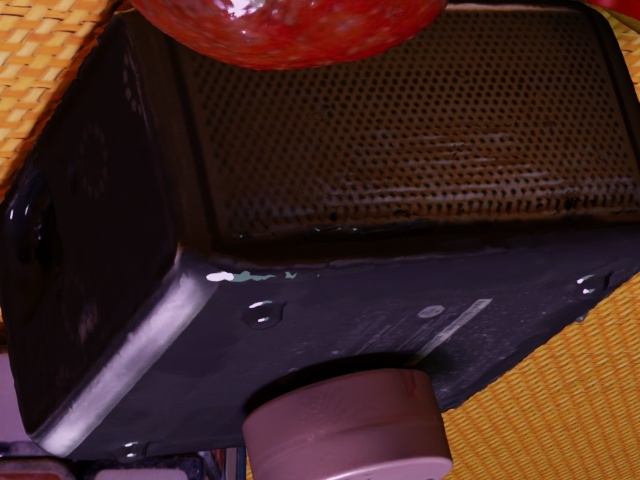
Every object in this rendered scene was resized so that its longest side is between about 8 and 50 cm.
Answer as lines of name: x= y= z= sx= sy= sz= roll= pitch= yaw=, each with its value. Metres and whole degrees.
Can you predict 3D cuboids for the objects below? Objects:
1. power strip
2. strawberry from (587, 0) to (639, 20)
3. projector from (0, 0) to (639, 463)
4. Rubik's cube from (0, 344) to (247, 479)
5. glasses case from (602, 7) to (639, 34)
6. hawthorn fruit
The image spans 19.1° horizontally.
power strip: x=0.019 y=0.157 z=1.421 sx=0.154 sy=0.078 sz=0.154 roll=-15 pitch=161 yaw=-5
strawberry: x=0.260 y=-0.221 z=1.031 sx=0.345 sy=0.295 sz=0.317 roll=4 pitch=128 yaw=3
projector: x=0.000 y=0.000 z=1.450 sx=0.405 sy=0.242 sz=0.395 roll=-3 pitch=156 yaw=-28
Rubik's cube: x=-0.257 y=0.310 z=1.859 sx=0.363 sy=0.359 sz=0.362 roll=-1 pitch=160 yaw=8
glasses case: x=0.270 y=-0.180 z=1.409 sx=0.079 sy=0.064 sz=0.234 roll=-35 pitch=150 yaw=28
hawthorn fruit: x=-0.012 y=-0.191 z=1.026 sx=0.215 sy=0.215 sz=0.249 roll=-24 pitch=159 yaw=25
